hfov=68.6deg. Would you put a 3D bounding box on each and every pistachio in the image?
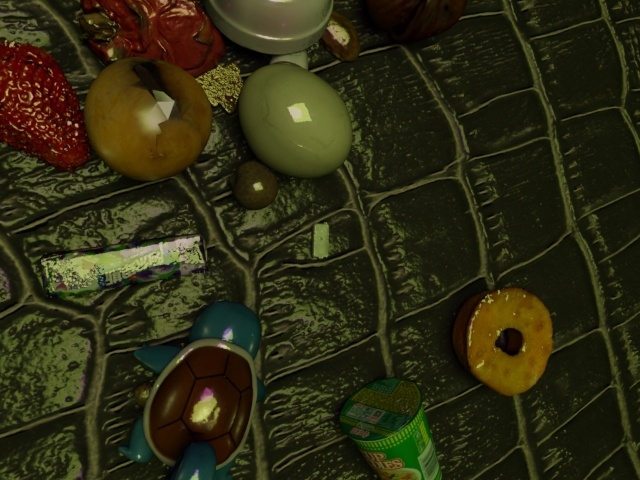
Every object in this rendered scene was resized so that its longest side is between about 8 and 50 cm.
[{"bbox_3d":[0.037,-0.514,1.142,0.173,0.049,0.089,39,74,-17],"label":"pistachio"}]

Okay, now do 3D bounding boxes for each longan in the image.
[{"bbox_3d":[-0.148,-0.121,1.033,0.114,0.092,0.113,-1,93,-10],"label":"longan"}]

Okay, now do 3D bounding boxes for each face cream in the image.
[{"bbox_3d":[-0.072,-0.403,1.073,0.091,0.091,0.094,13,75,-21],"label":"face cream"}]

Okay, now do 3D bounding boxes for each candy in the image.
[{"bbox_3d":[-0.387,0.047,0.948,0.313,0.061,0.087,-9,95,-22],"label":"candy"}]

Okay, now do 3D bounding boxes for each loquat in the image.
[{"bbox_3d":[-0.324,-0.229,0.892,0.235,0.235,0.234,1,88,-22],"label":"loquat"}]

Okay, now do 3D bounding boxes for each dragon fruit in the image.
[{"bbox_3d":[-0.358,-0.436,0.917,0.317,0.152,0.205,38,79,-12],"label":"dragon fruit"}]

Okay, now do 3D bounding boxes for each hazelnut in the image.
[{"bbox_3d":[0.239,-0.598,1.143,0.252,0.217,0.216,7,86,-21],"label":"hazelnut"}]

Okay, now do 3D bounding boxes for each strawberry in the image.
[{"bbox_3d":[-0.545,-0.260,0.869,0.188,0.106,0.286,-44,105,-16],"label":"strawberry"}]

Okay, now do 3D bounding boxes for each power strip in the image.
[{"bbox_3d":[0.000,0.000,1.130,0.040,0.016,0.089,2,88,-23],"label":"power strip"}]

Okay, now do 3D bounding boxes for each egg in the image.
[{"bbox_3d":[-0.053,-0.250,1.007,0.269,0.219,0.219,34,77,-15],"label":"egg"}]

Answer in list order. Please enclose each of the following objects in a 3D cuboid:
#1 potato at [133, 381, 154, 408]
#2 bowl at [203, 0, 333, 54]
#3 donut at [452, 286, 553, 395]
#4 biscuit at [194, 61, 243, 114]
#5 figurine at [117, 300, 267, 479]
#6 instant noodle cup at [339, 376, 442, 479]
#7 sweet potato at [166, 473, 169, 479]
[{"bbox_3d":[-0.344,0.325,0.969,0.083,0.040,0.051,37,85,-15],"label":"potato"},{"bbox_3d":[-0.102,-0.555,0.993,0.287,0.144,0.286,4,71,-13],"label":"bowl"},{"bbox_3d":[0.485,0.262,1.272,0.303,0.110,0.302,0,91,-23],"label":"donut"},{"bbox_3d":[-0.231,-0.345,1.044,0.130,0.019,0.119,8,86,-22],"label":"biscuit"},{"bbox_3d":[-0.237,0.314,0.902,0.298,0.242,0.416,20,39,-12],"label":"figurine"},{"bbox_3d":[0.185,0.477,1.106,0.207,0.207,0.232,-31,106,-20],"label":"instant noodle cup"},{"bbox_3d":[-0.262,0.491,0.972,0.097,0.097,0.251,39,67,-17],"label":"sweet potato"}]
